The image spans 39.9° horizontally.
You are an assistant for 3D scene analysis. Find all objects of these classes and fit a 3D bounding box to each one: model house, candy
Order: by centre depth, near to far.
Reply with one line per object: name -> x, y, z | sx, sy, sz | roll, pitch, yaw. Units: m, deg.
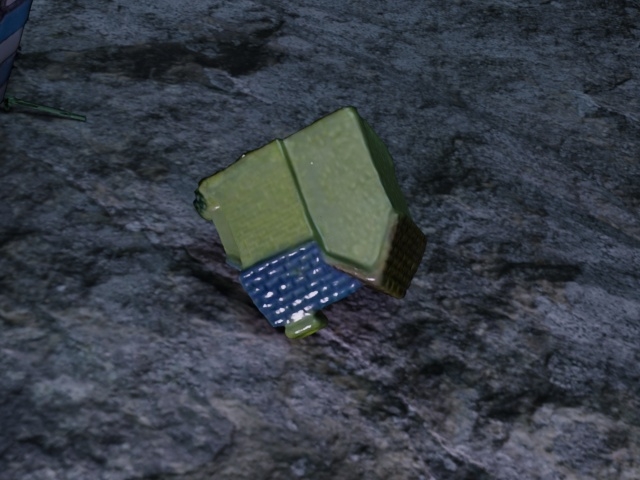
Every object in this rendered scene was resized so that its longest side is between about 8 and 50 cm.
model house -> 0.000, 0.000, 0.964 | 0.214, 0.195, 0.189 | -26, 69, 9
candy -> -0.380, -0.172, 1.082 | 0.184, 0.049, 0.056 | 12, 47, -24

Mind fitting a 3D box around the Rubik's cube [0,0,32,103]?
Rubik's cube -> -0.466, -0.202, 0.787 | 0.287, 0.292, 0.293 | 39, 58, -6
